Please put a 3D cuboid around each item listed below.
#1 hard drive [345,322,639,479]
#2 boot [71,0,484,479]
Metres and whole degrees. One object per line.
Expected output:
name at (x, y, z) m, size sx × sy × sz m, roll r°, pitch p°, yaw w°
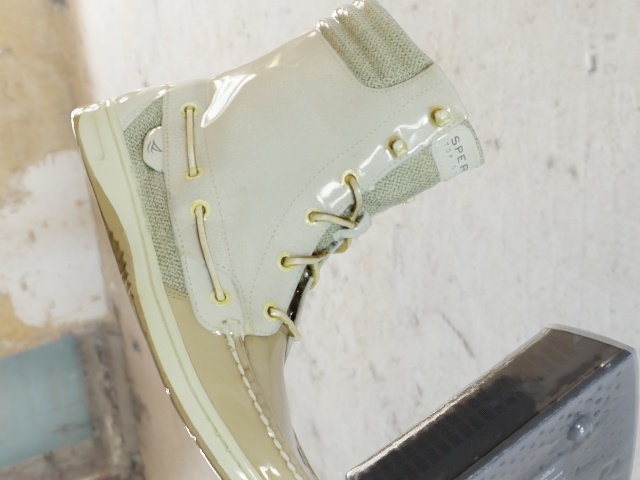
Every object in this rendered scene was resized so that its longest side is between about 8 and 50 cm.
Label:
hard drive at (0.096, 0.157, 0.521) m, size 0.054 × 0.172 × 0.255 m, roll 46°, pitch 163°, yaw 38°
boot at (0.000, 0.000, 0.409) m, size 0.077 × 0.165 × 0.213 m, roll 77°, pitch 168°, yaw -68°
